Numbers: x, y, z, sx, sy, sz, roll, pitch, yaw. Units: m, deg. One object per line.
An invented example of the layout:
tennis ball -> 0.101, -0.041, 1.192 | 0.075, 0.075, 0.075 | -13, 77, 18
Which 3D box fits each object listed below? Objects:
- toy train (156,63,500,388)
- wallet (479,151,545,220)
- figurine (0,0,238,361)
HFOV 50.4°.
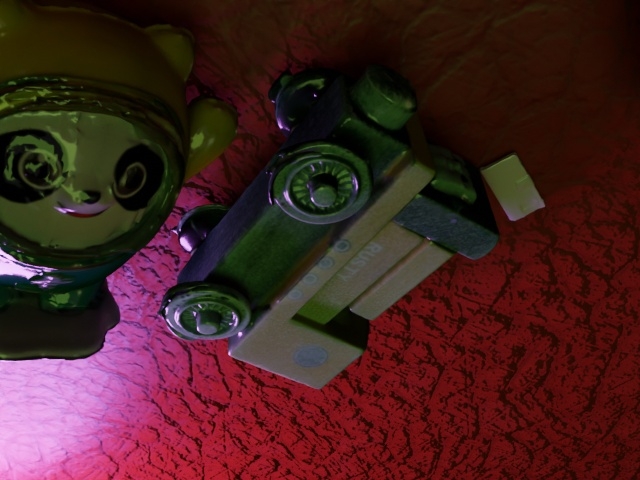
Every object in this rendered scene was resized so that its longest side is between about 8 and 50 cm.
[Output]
toy train -> 0.000, 0.000, 0.725 | 0.253, 0.160, 0.397 | 26, 127, -26
wallet -> 0.212, -0.058, 0.751 | 0.044, 0.011, 0.083 | -27, 123, 23
figurine -> -0.252, -0.066, 0.650 | 0.324, 0.231, 0.340 | 6, 125, -35
